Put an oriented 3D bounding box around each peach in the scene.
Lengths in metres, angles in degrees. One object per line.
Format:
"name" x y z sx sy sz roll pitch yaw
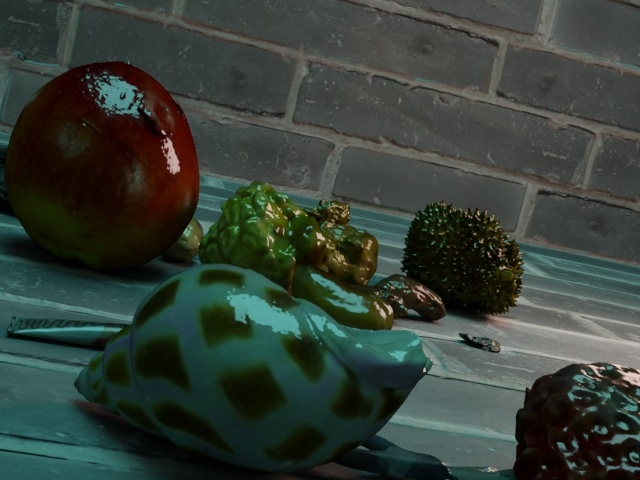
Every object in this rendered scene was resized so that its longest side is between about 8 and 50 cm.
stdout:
"peach" -0.375 -0.132 1.681 0.370 0.370 0.370 13 9 -2

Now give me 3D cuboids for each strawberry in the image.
"strawberry" 0.372 0.248 1.032 0.265 0.149 0.336 14 14 -35

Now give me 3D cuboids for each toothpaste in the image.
"toothpaste" -0.304 0.123 1.245 0.205 0.036 0.056 8 12 -12

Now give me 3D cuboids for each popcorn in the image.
"popcorn" -0.086 0.018 1.708 0.251 0.206 0.237 29 -13 -18

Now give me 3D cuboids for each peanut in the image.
"peanut" -0.312 -0.020 1.919 0.229 0.098 0.103 20 52 40

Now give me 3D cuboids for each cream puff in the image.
"cream puff" -0.002 0.000 1.979 0.281 0.185 0.282 17 10 -3

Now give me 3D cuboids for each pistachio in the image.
"pistachio" 0.028 0.117 1.582 0.189 0.100 0.110 29 36 7

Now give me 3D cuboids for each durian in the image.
"durian" 0.318 0.044 2.072 0.293 0.258 0.258 26 12 16

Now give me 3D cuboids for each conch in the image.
"conch" -0.083 0.137 0.985 0.368 0.197 0.249 15 -15 33

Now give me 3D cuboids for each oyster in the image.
"oyster" 0.300 0.188 1.773 0.083 0.019 0.054 15 9 7

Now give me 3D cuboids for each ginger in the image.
"ginger" 0.137 0.110 1.810 0.122 0.084 0.290 13 5 44

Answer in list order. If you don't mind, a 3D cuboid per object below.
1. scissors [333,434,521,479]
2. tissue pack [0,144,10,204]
"scissors" 0.186 0.271 1.060 0.383 0.029 0.256 9 10 -31
"tissue pack" -0.580 -0.112 2.025 0.332 0.123 0.245 19 5 15
